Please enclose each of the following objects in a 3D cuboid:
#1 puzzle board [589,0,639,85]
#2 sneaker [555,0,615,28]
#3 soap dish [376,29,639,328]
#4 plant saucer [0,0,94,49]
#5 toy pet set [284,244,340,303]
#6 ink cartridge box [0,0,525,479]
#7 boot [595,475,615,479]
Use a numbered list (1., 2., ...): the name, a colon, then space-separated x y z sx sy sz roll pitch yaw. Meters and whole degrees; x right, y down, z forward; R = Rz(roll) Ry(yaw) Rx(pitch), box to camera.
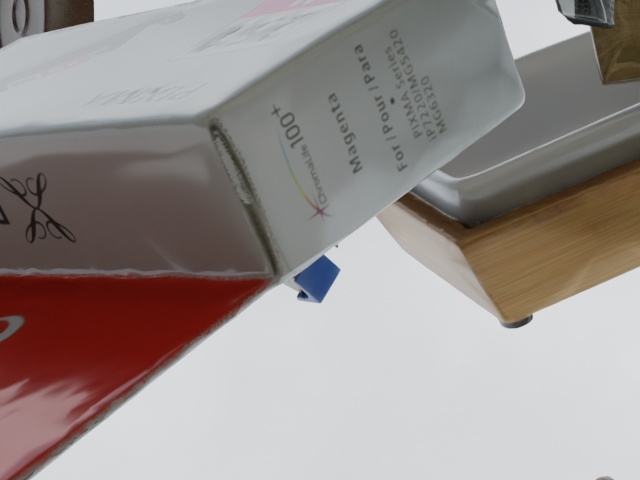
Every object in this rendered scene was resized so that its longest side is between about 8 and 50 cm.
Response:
1. puzzle board: 0.234 -0.151 0.947 0.128 0.011 0.096 -7 -105 -4
2. sneaker: 0.147 -0.188 0.700 0.077 0.178 0.072 4 -162 10
3. soap dish: 0.185 -0.058 1.052 0.291 0.118 0.229 -22 -159 -13
4. plant saucer: -0.253 -0.202 1.313 0.036 0.198 0.198 -2 -133 -30
5. toy pet set: 0.000 0.000 1.508 0.065 0.122 0.114 27 -107 13
6. ink cartridge box: -0.108 -0.011 0.496 0.275 0.060 0.239 -1 -153 47
7. boot: 0.169 0.348 1.422 0.220 0.283 0.109 9 -156 -13
